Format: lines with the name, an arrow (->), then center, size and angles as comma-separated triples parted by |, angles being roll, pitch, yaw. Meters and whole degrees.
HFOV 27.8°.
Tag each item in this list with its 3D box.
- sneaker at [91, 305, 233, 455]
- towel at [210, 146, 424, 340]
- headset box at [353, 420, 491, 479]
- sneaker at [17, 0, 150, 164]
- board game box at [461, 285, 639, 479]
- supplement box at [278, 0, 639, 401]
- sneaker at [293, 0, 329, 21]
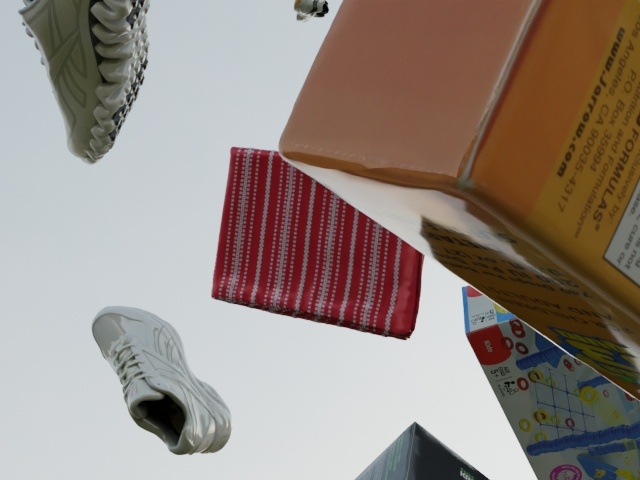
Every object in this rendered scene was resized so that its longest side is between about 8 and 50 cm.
sneaker -> -0.208, 0.168, 1.576 | 0.090, 0.232, 0.115 | -50, -17, 17
towel -> 0.000, 0.000, 1.545 | 0.274, 0.199, 0.031 | 10, 3, 22
headset box -> 0.111, 0.370, 1.376 | 0.246, 0.131, 0.283 | 40, -67, -8
sneaker -> -0.229, -0.192, 1.245 | 0.118, 0.110, 0.292 | 17, -40, 0
board game box -> 0.358, 0.145, 1.493 | 0.301, 0.086, 0.308 | -19, -58, 17
supplement box -> 0.099, -0.003, 0.398 | 0.233, 0.080, 0.078 | 30, -10, -39
sneaker -> -0.008, -0.261, 1.463 | 0.037, 0.032, 0.083 | 16, 4, 5
